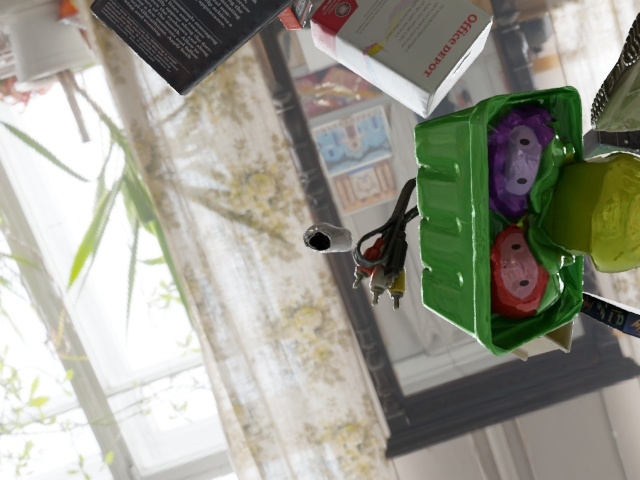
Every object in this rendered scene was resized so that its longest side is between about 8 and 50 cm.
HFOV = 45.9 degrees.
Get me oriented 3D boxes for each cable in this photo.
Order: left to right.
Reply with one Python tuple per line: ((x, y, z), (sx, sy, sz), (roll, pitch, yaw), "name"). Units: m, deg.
((0.132, -0.015, 1.449), (0.072, 0.139, 0.287), (-30, -145, 51), "cable")

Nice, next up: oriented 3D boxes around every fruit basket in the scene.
((0.340, -0.033, 1.085), (0.283, 0.391, 0.392), (-15, -174, -40), "fruit basket")

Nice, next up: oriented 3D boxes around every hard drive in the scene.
((0.751, -0.173, 1.796), (0.339, 0.064, 0.237), (7, 156, -9), "hard drive")

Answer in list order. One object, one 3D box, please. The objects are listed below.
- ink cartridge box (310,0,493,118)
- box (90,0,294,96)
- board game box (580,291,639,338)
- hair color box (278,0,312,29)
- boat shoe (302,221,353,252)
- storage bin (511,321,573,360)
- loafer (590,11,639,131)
((0.166, -0.437, 1.584), (0.226, 0.306, 0.131), (-51, 169, -11), "ink cartridge box")
((-0.130, -0.458, 1.183), (0.395, 0.212, 0.293), (-24, -151, 48), "box")
((0.607, 0.157, 1.434), (0.165, 0.042, 0.243), (17, -176, -1), "board game box")
((-0.074, -0.524, 1.614), (0.043, 0.141, 0.072), (6, -113, 30), "hair color box")
((0.000, 0.000, 1.628), (0.063, 0.066, 0.184), (-5, -168, -29), "boat shoe")
((0.402, 0.075, 1.591), (0.123, 0.260, 0.262), (-33, -149, 54), "storage bin")
((0.523, -0.278, 1.196), (0.092, 0.268, 0.101), (14, -129, -4), "loafer")
